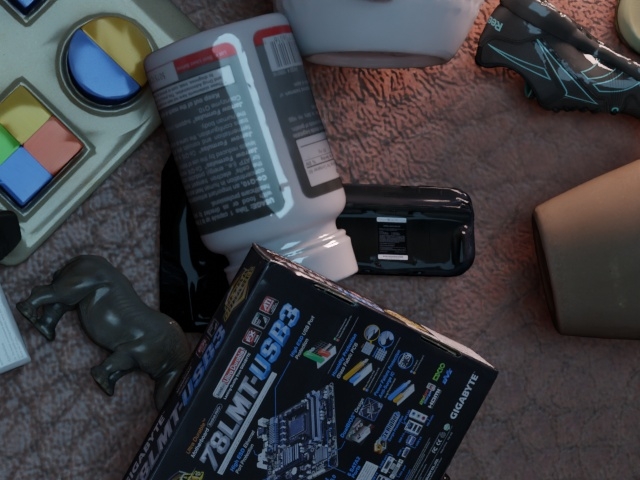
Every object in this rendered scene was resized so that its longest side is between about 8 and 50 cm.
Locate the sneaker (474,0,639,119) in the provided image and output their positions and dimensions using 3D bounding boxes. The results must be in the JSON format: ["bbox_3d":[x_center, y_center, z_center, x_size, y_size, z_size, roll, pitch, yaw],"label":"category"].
[{"bbox_3d":[0.303,-0.192,1.908,0.267,0.101,0.106,31,100,-9],"label":"sneaker"}]

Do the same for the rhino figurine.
[{"bbox_3d":[-0.203,0.115,1.748,0.243,0.073,0.106,43,79,-7],"label":"rhino figurine"}]

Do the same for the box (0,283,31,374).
[{"bbox_3d":[-0.362,0.097,1.696,0.087,0.102,0.101,-22,90,-17],"label":"box"}]

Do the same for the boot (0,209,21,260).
[{"bbox_3d":[-0.425,-0.011,1.692,0.198,0.137,0.077,-21,133,-24],"label":"boot"}]

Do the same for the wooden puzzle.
[{"bbox_3d":[-0.326,-0.199,1.751,0.322,0.080,0.348,44,76,-5],"label":"wooden puzzle"}]

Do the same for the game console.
[{"bbox_3d":[0.000,0.000,1.826,0.361,0.044,0.213,2,83,-12],"label":"game console"}]

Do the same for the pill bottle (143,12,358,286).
[{"bbox_3d":[-0.068,-0.081,1.710,0.161,0.161,0.283,-19,93,-15],"label":"pill bottle"}]

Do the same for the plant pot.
[{"bbox_3d":[0.363,0.016,1.825,0.229,0.263,0.263,-12,86,3],"label":"plant pot"}]

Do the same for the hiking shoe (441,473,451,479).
[{"bbox_3d":[0.114,0.266,1.784,0.086,0.114,0.227,-34,92,-15],"label":"hiking shoe"}]

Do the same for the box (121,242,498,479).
[{"bbox_3d":[-0.010,0.194,1.655,0.293,0.073,0.295,26,94,-23],"label":"box"}]

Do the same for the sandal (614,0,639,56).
[{"bbox_3d":[0.447,-0.358,1.951,0.120,0.086,0.303,22,79,-10],"label":"sandal"}]

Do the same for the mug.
[{"bbox_3d":[0.060,-0.358,1.715,0.276,0.374,0.328,1,90,1],"label":"mug"}]
